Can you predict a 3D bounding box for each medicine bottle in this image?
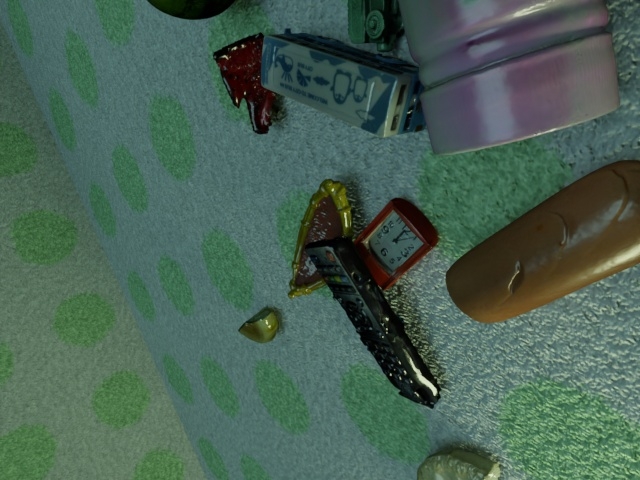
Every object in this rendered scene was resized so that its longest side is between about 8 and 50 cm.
[{"bbox_3d":[0.193,-0.281,0.459,0.211,0.212,0.326,-3,107,46],"label":"medicine bottle"}]

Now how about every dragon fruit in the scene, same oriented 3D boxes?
[{"bbox_3d":[-0.134,-0.319,0.854,0.092,0.122,0.193,-2,106,30],"label":"dragon fruit"}]

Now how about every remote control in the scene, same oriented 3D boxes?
[{"bbox_3d":[0.112,0.159,0.820,0.399,0.062,0.144,58,155,-12],"label":"remote control"}]

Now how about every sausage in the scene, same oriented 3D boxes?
[{"bbox_3d":[0.311,0.014,0.557,0.121,0.121,0.304,55,139,10],"label":"sausage"}]

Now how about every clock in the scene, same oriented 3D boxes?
[{"bbox_3d":[0.139,0.005,0.777,0.113,0.061,0.155,51,134,14],"label":"clock"}]

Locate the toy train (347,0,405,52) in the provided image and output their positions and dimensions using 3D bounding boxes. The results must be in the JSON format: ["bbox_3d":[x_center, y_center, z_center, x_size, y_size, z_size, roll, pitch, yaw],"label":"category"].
[{"bbox_3d":[0.084,-0.382,0.632,0.099,0.070,0.172,26,128,44],"label":"toy train"}]

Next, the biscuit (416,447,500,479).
[{"bbox_3d":[0.289,0.558,0.879,0.179,0.084,0.282,8,115,43],"label":"biscuit"}]

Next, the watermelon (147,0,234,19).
[{"bbox_3d":[-0.245,-0.541,0.760,0.242,0.242,0.243,22,124,37],"label":"watermelon"}]

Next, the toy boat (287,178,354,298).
[{"bbox_3d":[0.004,-0.001,0.885,0.141,0.099,0.318,37,130,22],"label":"toy boat"}]

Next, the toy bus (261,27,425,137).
[{"bbox_3d":[0.037,-0.267,0.688,0.297,0.130,0.106,32,129,30],"label":"toy bus"}]

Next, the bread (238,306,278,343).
[{"bbox_3d":[-0.169,0.251,1.195,0.094,0.083,0.157,49,139,12],"label":"bread"}]
